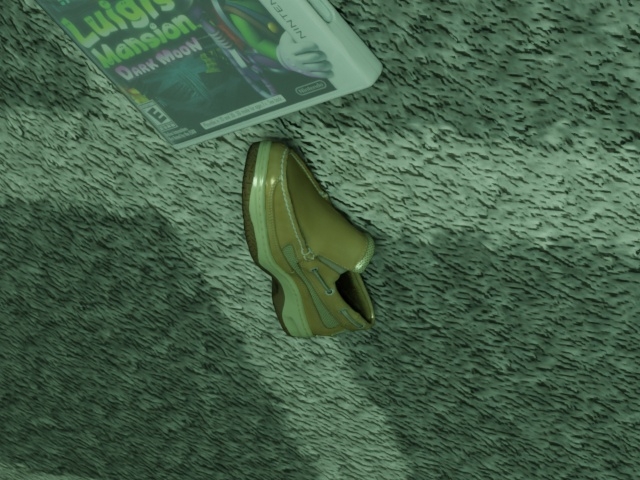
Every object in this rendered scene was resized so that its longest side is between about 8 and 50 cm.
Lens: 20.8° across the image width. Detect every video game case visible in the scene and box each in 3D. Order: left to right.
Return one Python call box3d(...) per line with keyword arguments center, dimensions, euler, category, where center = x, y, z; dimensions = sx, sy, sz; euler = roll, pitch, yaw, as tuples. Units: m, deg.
box3d(center=(-0.081, -0.135, 1.029), dimensions=(0.190, 0.022, 0.173), euler=(-13, 127, 48), category="video game case")

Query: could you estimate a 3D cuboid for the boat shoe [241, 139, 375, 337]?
box3d(center=(0.000, 0.000, 1.120), dimensions=(0.072, 0.068, 0.190), euler=(5, 151, 16), category="boat shoe")
